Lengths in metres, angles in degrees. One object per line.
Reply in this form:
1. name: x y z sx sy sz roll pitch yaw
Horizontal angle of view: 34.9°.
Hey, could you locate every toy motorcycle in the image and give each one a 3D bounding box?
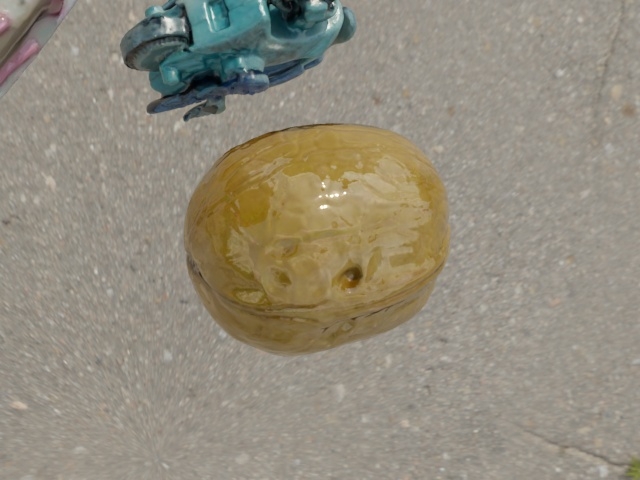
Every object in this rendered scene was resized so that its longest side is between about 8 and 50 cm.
1. toy motorcycle: -0.086 -0.225 1.136 0.260 0.206 0.154 -17 76 8

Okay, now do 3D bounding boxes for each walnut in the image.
1. walnut: 0.000 0.000 0.841 0.225 0.193 0.193 -2 78 -18

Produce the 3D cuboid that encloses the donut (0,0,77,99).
1. donut: -0.298 -0.200 0.622 0.382 0.142 0.382 -13 57 21
